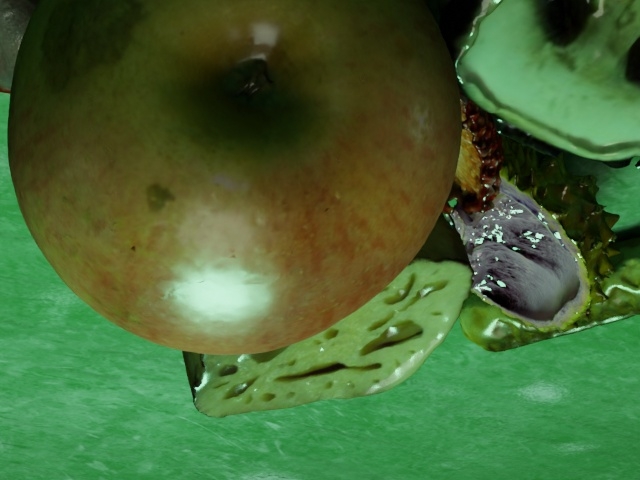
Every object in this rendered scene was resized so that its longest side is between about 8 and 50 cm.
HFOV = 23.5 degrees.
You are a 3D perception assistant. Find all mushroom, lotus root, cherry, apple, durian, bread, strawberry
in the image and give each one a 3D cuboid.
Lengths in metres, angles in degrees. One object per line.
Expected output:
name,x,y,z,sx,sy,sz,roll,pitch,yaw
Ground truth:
mushroom,0.248,-0.184,1.314,0.344,0.130,0.247,11,135,-24
lotus root,0.000,0.000,1.536,0.316,0.250,0.316,-9,146,-6
cherry,-0.248,-0.173,1.330,0.106,0.087,0.126,25,132,9
apple,-0.067,-0.096,1.198,0.364,0.363,0.364,-1,152,-1
durian,0.235,-0.003,1.614,0.191,0.112,0.341,30,156,21
bread,0.284,0.066,1.810,0.269,0.098,0.087,-18,106,29
strawberry,0.127,-0.116,1.411,0.087,0.167,0.208,-34,168,-17
